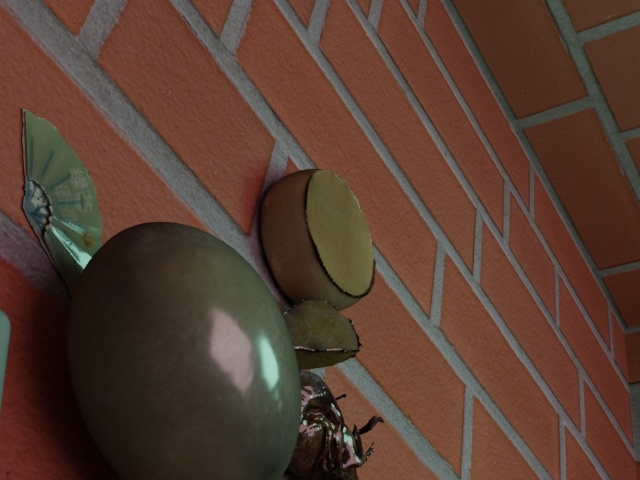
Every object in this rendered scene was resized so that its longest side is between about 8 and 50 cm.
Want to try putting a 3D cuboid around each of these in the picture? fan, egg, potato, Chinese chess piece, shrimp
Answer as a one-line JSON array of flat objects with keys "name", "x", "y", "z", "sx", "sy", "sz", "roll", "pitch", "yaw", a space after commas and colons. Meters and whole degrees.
[{"name": "fan", "x": -0.315, "y": -0.047, "z": 1.121, "sx": 0.131, "sy": 0.009, "sz": 0.240, "roll": -14, "pitch": 88, "yaw": -64}, {"name": "egg", "x": -0.153, "y": 0.150, "z": 1.049, "sx": 0.258, "sy": 0.258, "sz": 0.352, "roll": -43, "pitch": 121, "yaw": -59}, {"name": "potato", "x": -0.033, "y": 0.158, "z": 1.471, "sx": 0.172, "sy": 0.089, "sz": 0.101, "roll": 2, "pitch": 56, "yaw": -32}, {"name": "Chinese chess piece", "x": 0.000, "y": 0.000, "z": 1.567, "sx": 0.249, "sy": 0.103, "sz": 0.250, "roll": 38, "pitch": 44, "yaw": -48}, {"name": "shrimp", "x": 0.018, "y": 0.322, "z": 1.420, "sx": 0.343, "sy": 0.116, "sz": 0.145, "roll": 54, "pitch": 48, "yaw": -33}]

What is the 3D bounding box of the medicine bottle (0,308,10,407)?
[{"name": "medicine bottle", "x": -0.354, "y": 0.162, "z": 0.801, "sx": 0.139, "sy": 0.139, "sz": 0.226, "roll": 33, "pitch": 48, "yaw": -51}]
